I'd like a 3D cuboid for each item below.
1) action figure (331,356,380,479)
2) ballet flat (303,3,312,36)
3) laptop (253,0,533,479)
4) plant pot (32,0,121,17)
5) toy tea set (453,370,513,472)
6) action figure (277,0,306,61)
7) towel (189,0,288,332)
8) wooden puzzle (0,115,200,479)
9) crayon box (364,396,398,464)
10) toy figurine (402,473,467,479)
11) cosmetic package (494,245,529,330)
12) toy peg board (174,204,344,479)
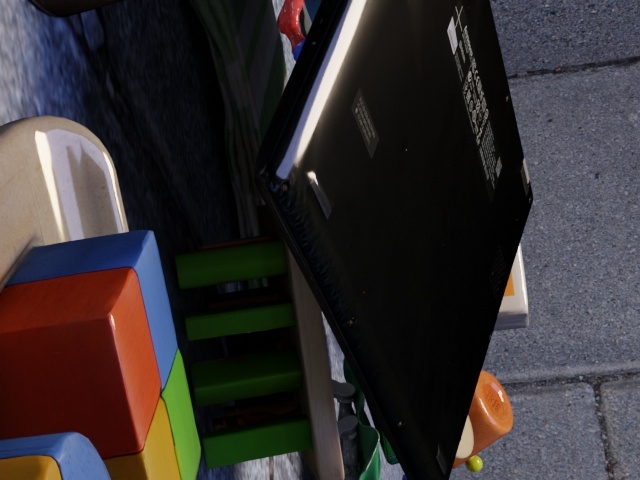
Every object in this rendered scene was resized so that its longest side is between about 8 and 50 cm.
[{"bbox_3d":[0.030,0.222,1.215,0.232,0.063,0.137,81,5,-48],"label":"action figure"},{"bbox_3d":[0.010,-0.317,1.440,0.123,0.123,0.349,-88,166,-50],"label":"ballet flat"},{"bbox_3d":[-0.009,-0.104,0.834,0.382,0.236,0.408,64,40,-52],"label":"laptop"},{"bbox_3d":[-0.023,-0.223,0.560,0.215,0.230,0.215,-7,90,-83],"label":"plant pot"},{"bbox_3d":[0.084,0.110,1.399,0.200,0.124,0.336,13,52,-54],"label":"toy tea set"},{"bbox_3d":[0.049,-0.171,1.174,0.139,0.091,0.280,-57,-146,27],"label":"action figure"},{"bbox_3d":[-0.048,-0.088,1.015,0.248,0.038,0.325,-83,163,-63],"label":"towel"},{"bbox_3d":[-0.074,0.147,0.396,0.348,0.080,0.322,-75,157,-71],"label":"wooden puzzle"},{"bbox_3d":[0.055,0.055,1.220,0.165,0.081,0.278,78,-6,-66],"label":"crayon box"},{"bbox_3d":[0.095,0.363,1.270,0.363,0.191,0.217,-91,157,-45],"label":"toy figurine"},{"bbox_3d":[0.126,-0.108,1.628,0.161,0.230,0.453,50,33,-75],"label":"cosmetic package"},{"bbox_3d":[-0.046,0.061,0.801,0.160,0.079,0.161,-165,-113,-81],"label":"toy peg board"}]
